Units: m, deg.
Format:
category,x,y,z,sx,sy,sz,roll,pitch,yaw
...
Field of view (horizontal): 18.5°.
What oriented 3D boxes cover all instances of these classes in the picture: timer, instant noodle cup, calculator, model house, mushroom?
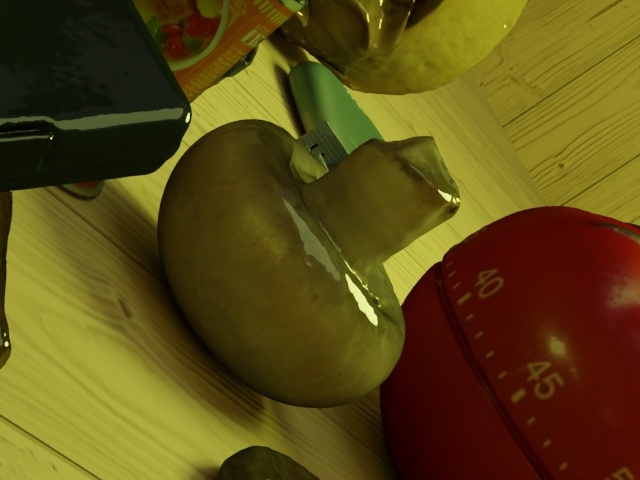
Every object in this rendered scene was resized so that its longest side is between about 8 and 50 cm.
category,x,y,z,sx,sy,sz,roll,pitch,yaw
timer,0.214,0.158,1.541,0.378,0.279,0.378,50,14,-17
instant noodle cup,-0.114,-0.142,1.231,0.168,0.185,0.168,53,12,-16
calculator,0.033,-0.098,2.093,0.185,0.041,0.299,49,15,-31
model house,-0.015,-0.046,1.626,0.117,0.088,0.167,56,11,-4
mushroom,0.000,0.000,1.284,0.204,0.204,0.204,53,12,-16

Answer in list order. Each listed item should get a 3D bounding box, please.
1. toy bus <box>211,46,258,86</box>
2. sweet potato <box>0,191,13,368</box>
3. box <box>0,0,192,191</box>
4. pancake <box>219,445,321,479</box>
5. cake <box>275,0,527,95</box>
category,x,y,z,sx,sy,sz,roll,pitch,yaw
toy bus,-0.176,-0.228,1.357,0.317,0.138,0.112,54,16,-15
sweet potato,-0.187,-0.033,0.934,0.077,0.077,0.244,41,29,-53
box,-0.181,-0.092,0.895,0.230,0.050,0.160,-9,60,-43
pancake,0.022,0.221,1.135,0.242,0.050,0.242,52,12,-16
cake,0.042,-0.358,2.180,0.321,0.332,0.332,32,26,-52
